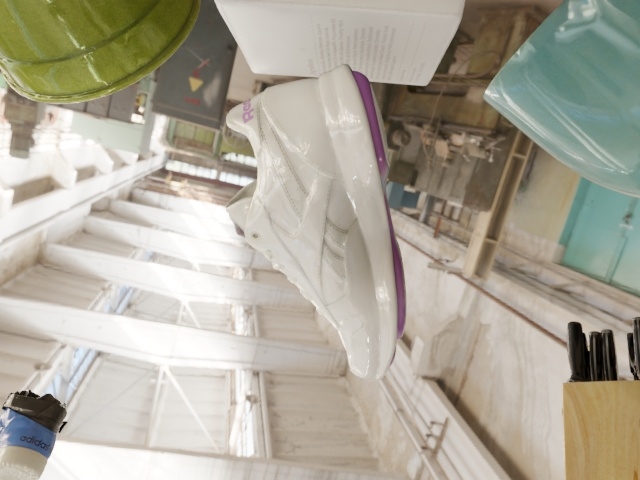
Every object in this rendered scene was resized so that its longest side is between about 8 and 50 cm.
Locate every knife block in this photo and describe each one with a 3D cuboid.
[{"bbox_3d":[0.336,0.228,0.585,0.088,0.276,0.242,45,-178,-33],"label":"knife block"}]

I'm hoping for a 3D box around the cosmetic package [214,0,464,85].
[{"bbox_3d":[0.021,-0.237,0.419,0.184,0.151,0.151,5,179,2],"label":"cosmetic package"}]

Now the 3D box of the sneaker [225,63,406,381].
[{"bbox_3d":[0.000,0.000,0.465,0.152,0.304,0.114,-10,-161,7],"label":"sneaker"}]

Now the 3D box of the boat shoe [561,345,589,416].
[{"bbox_3d":[0.458,0.242,0.814,0.056,0.152,0.049,8,-168,-26],"label":"boat shoe"}]

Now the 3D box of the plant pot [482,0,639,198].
[{"bbox_3d":[0.384,-0.189,0.566,0.235,0.293,0.293,50,-164,7],"label":"plant pot"}]

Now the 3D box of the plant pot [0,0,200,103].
[{"bbox_3d":[-0.414,-0.454,0.689,0.367,0.366,0.353,18,159,20],"label":"plant pot"}]

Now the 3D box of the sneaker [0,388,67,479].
[{"bbox_3d":[-0.315,0.198,0.488,0.058,0.152,0.084,49,-148,-32],"label":"sneaker"}]
